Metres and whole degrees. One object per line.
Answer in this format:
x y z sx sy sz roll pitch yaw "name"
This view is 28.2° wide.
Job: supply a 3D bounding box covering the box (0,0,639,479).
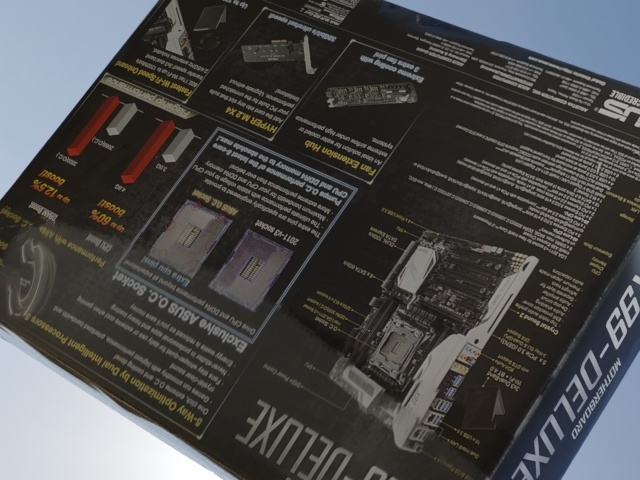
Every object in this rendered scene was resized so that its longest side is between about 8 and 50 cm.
0.000 0.000 0.616 0.307 0.242 0.076 25 -18 31 "box"
